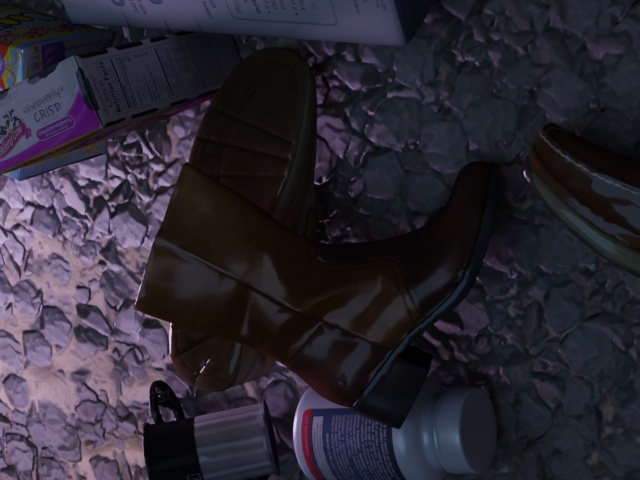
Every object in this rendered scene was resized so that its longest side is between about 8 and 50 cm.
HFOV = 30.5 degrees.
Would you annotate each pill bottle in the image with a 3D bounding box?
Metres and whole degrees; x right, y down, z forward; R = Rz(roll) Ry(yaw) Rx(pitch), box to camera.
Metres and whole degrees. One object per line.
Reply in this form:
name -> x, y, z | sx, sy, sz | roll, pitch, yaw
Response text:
pill bottle -> 0.074, 0.188, 1.149 | 0.180, 0.108, 0.108 | -7, 102, 34

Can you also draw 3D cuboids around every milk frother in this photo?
milk frother -> -0.120, 0.205, 1.290 | 0.134, 0.129, 0.143 | -11, 68, 0

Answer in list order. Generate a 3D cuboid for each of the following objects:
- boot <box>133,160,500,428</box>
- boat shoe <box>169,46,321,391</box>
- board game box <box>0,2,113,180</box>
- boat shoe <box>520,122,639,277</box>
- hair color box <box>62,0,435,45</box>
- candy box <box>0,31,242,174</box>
boot -> 0.000, 0.000, 1.071 | 0.280, 0.096, 0.264 | 26, 102, 4
boat shoe -> -0.063, -0.021, 1.167 | 0.121, 0.110, 0.341 | 22, 102, 32
board game box -> -0.380, -0.181, 1.286 | 0.275, 0.144, 0.142 | 18, 114, 25
boat shoe -> 0.321, -0.013, 0.933 | 0.324, 0.122, 0.120 | 31, 115, 10
hair color box -> -0.088, -0.287, 1.044 | 0.374, 0.113, 0.185 | 9, 140, 29
candy box -> -0.200, -0.139, 1.133 | 0.159, 0.233, 0.071 | -18, 96, 35
